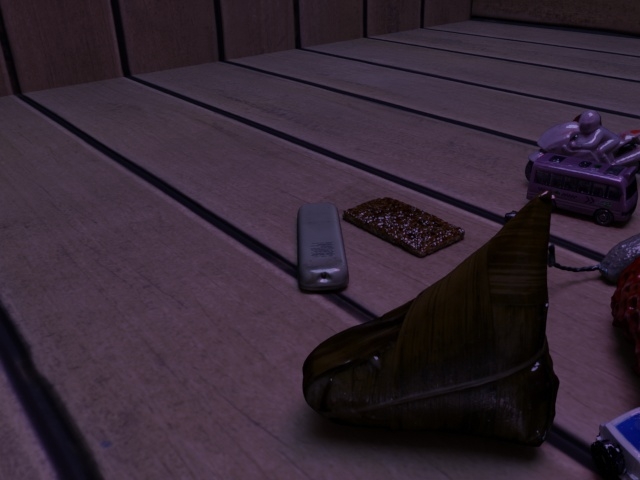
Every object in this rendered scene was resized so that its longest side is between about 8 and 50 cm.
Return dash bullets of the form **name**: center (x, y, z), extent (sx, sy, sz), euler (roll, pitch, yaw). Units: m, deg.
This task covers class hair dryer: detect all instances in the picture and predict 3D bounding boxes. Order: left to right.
- **hair dryer**: center (0.399, -0.046, 1.220), extent (0.079, 0.031, 0.083), euler (12, 20, 4)

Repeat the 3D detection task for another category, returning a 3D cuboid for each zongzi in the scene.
- **zongzi**: center (0.121, 0.082, 0.689), extent (0.286, 0.288, 0.134), euler (1, 21, 5)

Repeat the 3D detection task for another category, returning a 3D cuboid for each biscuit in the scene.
- **biscuit**: center (0.158, -0.035, 1.209), extent (0.131, 0.025, 0.231), euler (-21, 33, -33)

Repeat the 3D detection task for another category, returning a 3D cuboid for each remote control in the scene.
- **remote control**: center (-0.001, 0.001, 1.134), extent (0.090, 0.038, 0.309), euler (-4, 26, -2)

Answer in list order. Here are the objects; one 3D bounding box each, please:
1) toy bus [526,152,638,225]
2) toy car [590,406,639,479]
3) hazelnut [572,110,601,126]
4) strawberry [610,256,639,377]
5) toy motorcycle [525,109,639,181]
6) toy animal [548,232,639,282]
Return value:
- **toy bus**: center (0.525, -0.108, 1.237), extent (0.199, 0.108, 0.096), euler (19, 34, 35)
- **toy car**: center (0.369, 0.214, 0.655), extent (0.171, 0.070, 0.080), euler (-7, 28, -12)
- **hazelnut**: center (0.710, -0.308, 1.650), extent (0.086, 0.086, 0.086), euler (-1, 27, 1)
- **strawberry**: center (0.488, 0.077, 0.789), extent (0.280, 0.150, 0.253), euler (0, 21, -25)
- **toy motorcycle**: center (0.581, -0.200, 1.351), extent (0.260, 0.170, 0.110), euler (-4, 29, 1)
- **toy animal**: center (0.472, 0.030, 1.001), extent (0.253, 0.079, 0.070), euler (-5, 5, -9)
